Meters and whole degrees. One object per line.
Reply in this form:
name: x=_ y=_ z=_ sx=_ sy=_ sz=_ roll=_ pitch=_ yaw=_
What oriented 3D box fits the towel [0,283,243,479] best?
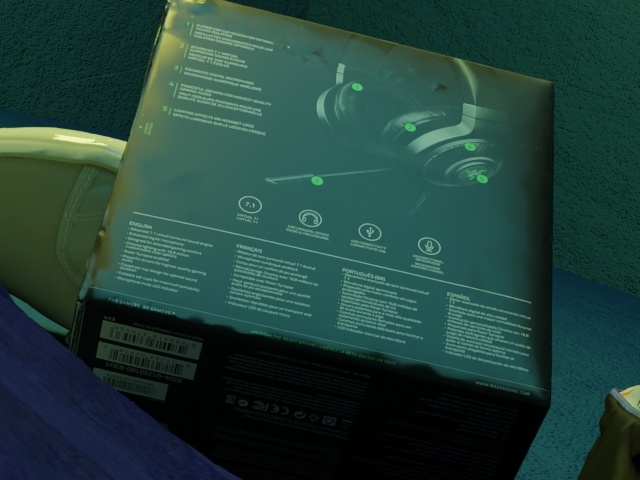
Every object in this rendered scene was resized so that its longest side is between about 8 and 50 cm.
towel: x=-0.099 y=0.097 z=0.525 sx=0.227 sy=0.076 sz=0.308 roll=40 pitch=2 yaw=-3

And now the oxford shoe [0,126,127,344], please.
oxford shoe: x=-0.103 y=0.036 z=1.096 sx=0.449 sy=0.130 sz=0.169 roll=15 pitch=-34 yaw=10

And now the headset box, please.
headset box: x=0.000 y=0.000 z=0.942 sx=0.246 sy=0.131 sz=0.283 roll=13 pitch=45 yaw=-5

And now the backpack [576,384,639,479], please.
backpack: x=0.243 y=0.140 z=0.689 sx=0.263 sy=0.213 sz=0.276 roll=26 pitch=4 yaw=5
